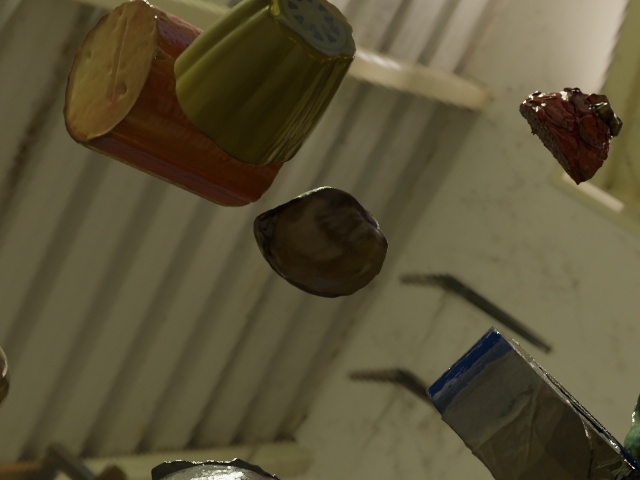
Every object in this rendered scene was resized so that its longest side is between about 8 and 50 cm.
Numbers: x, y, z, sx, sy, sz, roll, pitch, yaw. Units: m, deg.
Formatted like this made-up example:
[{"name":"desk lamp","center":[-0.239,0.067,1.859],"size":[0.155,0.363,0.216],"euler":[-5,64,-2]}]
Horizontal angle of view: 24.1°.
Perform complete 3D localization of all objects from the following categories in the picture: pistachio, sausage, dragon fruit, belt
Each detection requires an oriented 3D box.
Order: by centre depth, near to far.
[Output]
[{"name":"belt","center":[0.249,0.224,1.681],"size":[0.117,0.212,0.347],"euler":[-43,-35,5]},{"name":"dragon fruit","center":[0.342,-0.169,2.020],"size":[0.106,0.162,0.083],"euler":[-30,-41,-1]},{"name":"pistachio","center":[0.000,0.000,2.203],"size":[0.130,0.210,0.165],"euler":[-23,-59,-72]},{"name":"sausage","center":[-0.203,-0.198,2.217],"size":[0.287,0.233,0.233],"euler":[26,-81,-39]}]

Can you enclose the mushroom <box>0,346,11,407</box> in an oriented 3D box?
[{"name":"mushroom","center":[-0.520,0.196,2.221],"size":[0.112,0.148,0.148],"euler":[-22,-42,-37]}]

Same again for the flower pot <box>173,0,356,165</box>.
[{"name":"flower pot","center":[-0.058,-0.219,1.861],"size":[0.195,0.195,0.179],"euler":[-13,-26,-51]}]

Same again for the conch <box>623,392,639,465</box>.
[{"name":"conch","center":[0.442,0.221,1.850],"size":[0.122,0.176,0.188],"euler":[28,-101,-23]}]

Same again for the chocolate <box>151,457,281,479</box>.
[{"name":"chocolate","center":[-0.119,0.364,1.375],"size":[0.303,0.303,0.213],"euler":[-59,-10,6]}]
